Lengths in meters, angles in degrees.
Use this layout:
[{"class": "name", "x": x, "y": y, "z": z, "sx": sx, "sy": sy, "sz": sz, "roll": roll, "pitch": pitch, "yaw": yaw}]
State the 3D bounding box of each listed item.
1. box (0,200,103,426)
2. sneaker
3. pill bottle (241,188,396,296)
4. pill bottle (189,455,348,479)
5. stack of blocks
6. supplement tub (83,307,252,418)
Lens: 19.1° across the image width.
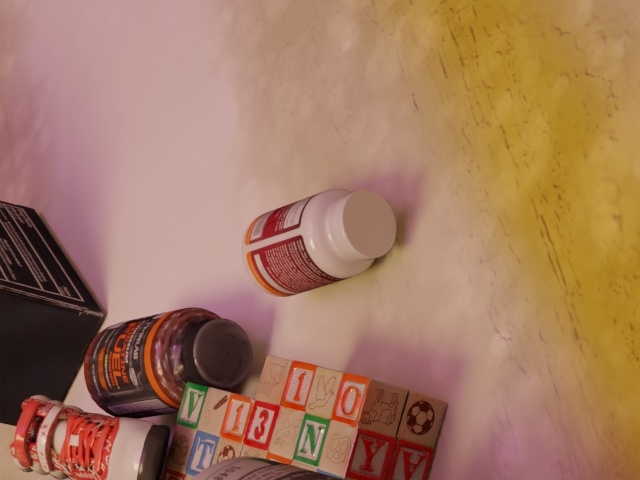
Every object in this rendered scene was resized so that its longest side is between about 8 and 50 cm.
[{"class": "box", "x": -0.457, "y": 0.060, "z": 2.247, "sx": 0.183, "sy": 0.294, "sz": 0.296, "roll": -64, "pitch": 33, "yaw": 15}, {"class": "sneaker", "x": -0.234, "y": 0.210, "z": 1.893, "sx": 0.270, "sy": 0.145, "sz": 0.090, "roll": 153, "pitch": 133, "yaw": -79}, {"class": "pill bottle", "x": 0.000, "y": 0.000, "z": 1.796, "sx": 0.152, "sy": 0.086, "sz": 0.086, "roll": -18, "pitch": 59, "yaw": 51}, {"class": "pill bottle", "x": 0.054, "y": 0.289, "z": 1.397, "sx": 0.361, "sy": 0.204, "sz": 0.204, "roll": 9, "pitch": 81, "yaw": 39}, {"class": "stack of blocks", "x": -0.026, "y": 0.198, "z": 1.730, "sx": 0.297, "sy": 0.087, "sz": 0.171, "roll": 6, "pitch": 79, "yaw": 57}, {"class": "supplement tub", "x": -0.152, "y": 0.124, "z": 1.938, "sx": 0.198, "sy": 0.106, "sz": 0.106, "roll": -15, "pitch": 62, "yaw": 52}]
